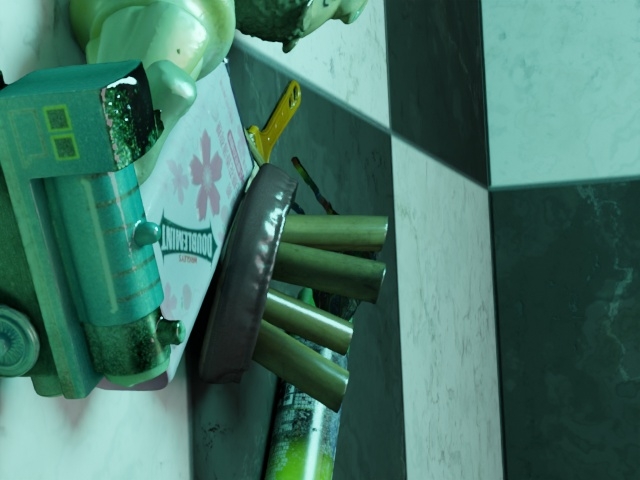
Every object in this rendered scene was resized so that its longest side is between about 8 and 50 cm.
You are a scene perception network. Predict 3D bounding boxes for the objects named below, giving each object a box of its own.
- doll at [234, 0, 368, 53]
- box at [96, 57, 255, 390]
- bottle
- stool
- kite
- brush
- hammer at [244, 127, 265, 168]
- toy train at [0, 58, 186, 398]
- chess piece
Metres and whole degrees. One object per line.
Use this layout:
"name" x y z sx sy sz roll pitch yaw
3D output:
"doll" -0.033 -0.411 1.679 0.247 0.247 0.349 61 38 -52
"box" -0.174 -0.035 1.362 0.369 0.112 0.190 -74 159 -49
"bottle" -0.013 0.218 1.821 0.093 0.093 0.330 63 29 -50
"stool" -0.031 0.058 1.523 0.272 0.178 0.272 -163 -90 -88
"kite" 0.000 0.000 1.738 0.152 0.015 0.285 -62 -142 27
"brush" -0.070 -0.159 1.858 0.314 0.017 0.090 -66 149 -56
"hammer" -0.111 -0.152 1.690 0.182 0.017 0.062 59 34 -39
"toy train" -0.218 -0.006 1.090 0.120 0.194 0.298 -58 141 -63
"chess piece" -0.178 -0.153 1.232 0.298 0.176 0.176 -85 161 -45
